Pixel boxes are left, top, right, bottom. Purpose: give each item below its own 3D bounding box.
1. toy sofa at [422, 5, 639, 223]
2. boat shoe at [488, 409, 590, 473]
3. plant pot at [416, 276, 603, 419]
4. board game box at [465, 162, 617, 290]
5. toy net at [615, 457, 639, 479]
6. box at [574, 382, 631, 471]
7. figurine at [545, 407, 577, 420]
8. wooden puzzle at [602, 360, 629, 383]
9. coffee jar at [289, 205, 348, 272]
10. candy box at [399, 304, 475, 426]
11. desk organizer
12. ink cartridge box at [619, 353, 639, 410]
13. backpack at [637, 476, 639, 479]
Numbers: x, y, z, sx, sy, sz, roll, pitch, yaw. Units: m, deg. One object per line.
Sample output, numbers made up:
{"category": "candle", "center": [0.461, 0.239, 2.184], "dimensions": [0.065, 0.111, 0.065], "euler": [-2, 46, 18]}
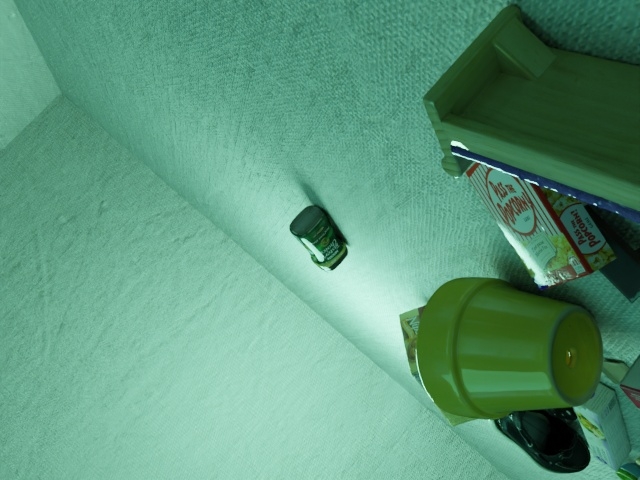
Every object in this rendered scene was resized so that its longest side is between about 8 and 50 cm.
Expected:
{"category": "toy sofa", "center": [0.287, -0.076, 0.652], "dimensions": [0.363, 0.150, 0.177], "euler": [29, 161, 41]}
{"category": "boat shoe", "center": [0.567, 0.482, 1.756], "dimensions": [0.340, 0.127, 0.113], "euler": [38, 155, -19]}
{"category": "plant pot", "center": [0.335, 0.190, 1.234], "dimensions": [0.239, 0.254, 0.254], "euler": [-3, 137, 51]}
{"category": "board game box", "center": [0.274, -0.038, 0.914], "dimensions": [0.193, 0.045, 0.147], "euler": [59, 169, 8]}
{"category": "toy net", "center": [0.748, 0.534, 1.592], "dimensions": [0.122, 0.045, 0.232], "euler": [37, 166, 15]}
{"category": "box", "center": [0.595, 0.392, 1.510], "dimensions": [0.063, 0.067, 0.324], "euler": [30, 164, 42]}
{"category": "figurine", "center": [0.460, 0.326, 1.647], "dimensions": [0.209, 0.092, 0.215], "euler": [42, 169, -23]}
{"category": "wooden puzzle", "center": [0.537, 0.238, 1.286], "dimensions": [0.116, 0.014, 0.078], "euler": [44, 162, -16]}
{"category": "coffee jar", "center": [0.000, 0.000, 1.830], "dimensions": [0.079, 0.096, 0.184], "euler": [33, 166, 40]}
{"category": "candy box", "center": [0.311, 0.330, 1.862], "dimensions": [0.316, 0.088, 0.182], "euler": [52, -158, -42]}
{"category": "desk organizer", "center": [0.373, 0.011, 0.910], "dimensions": [0.130, 0.050, 0.047], "euler": [51, 138, 24]}
{"category": "ink cartridge box", "center": [0.585, 0.267, 1.045], "dimensions": [0.237, 0.100, 0.172], "euler": [45, 166, -19]}
{"category": "backpack", "center": [0.695, 0.543, 1.337], "dimensions": [0.263, 0.276, 0.213], "euler": [41, 174, -32]}
